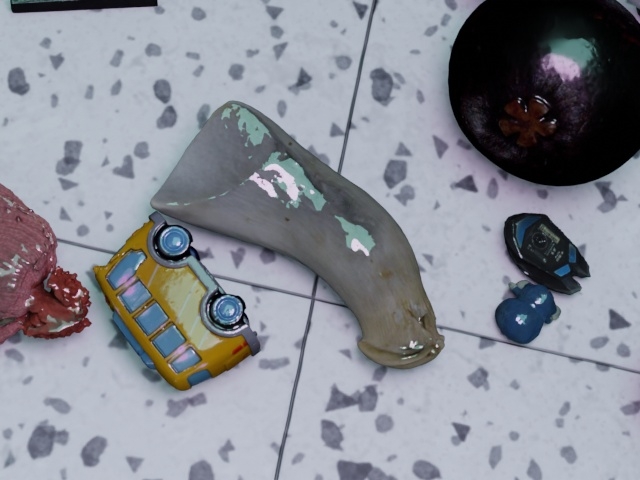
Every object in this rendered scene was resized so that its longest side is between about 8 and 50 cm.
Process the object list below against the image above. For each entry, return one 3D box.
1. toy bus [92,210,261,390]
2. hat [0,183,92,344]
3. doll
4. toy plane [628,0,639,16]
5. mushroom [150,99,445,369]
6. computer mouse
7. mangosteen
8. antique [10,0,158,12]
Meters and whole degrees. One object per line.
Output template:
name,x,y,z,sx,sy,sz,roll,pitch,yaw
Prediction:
toy bus,-0.177,0.079,1.569,0.136,0.126,0.209,-36,80,-8
hat,-0.405,0.037,1.557,0.286,0.107,0.236,26,80,6
doll,0.259,0.089,1.666,0.076,0.050,0.083,42,73,11
toy plane,0.515,-0.318,1.803,0.255,0.101,0.251,17,33,-18
mushroom,0.001,0.001,1.619,0.397,0.126,0.177,34,78,3
computer mouse,0.288,0.018,1.694,0.135,0.047,0.079,37,61,-4
mangosteen,0.310,-0.217,1.686,0.275,0.275,0.302,35,38,4
antique,-0.311,-0.317,1.726,0.192,0.031,0.015,-5,73,-10
